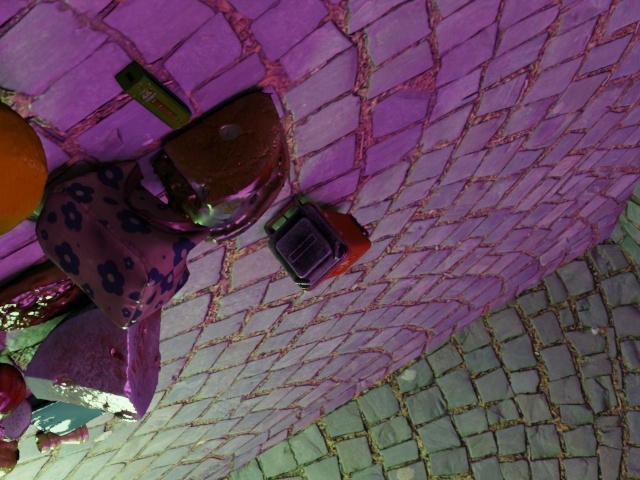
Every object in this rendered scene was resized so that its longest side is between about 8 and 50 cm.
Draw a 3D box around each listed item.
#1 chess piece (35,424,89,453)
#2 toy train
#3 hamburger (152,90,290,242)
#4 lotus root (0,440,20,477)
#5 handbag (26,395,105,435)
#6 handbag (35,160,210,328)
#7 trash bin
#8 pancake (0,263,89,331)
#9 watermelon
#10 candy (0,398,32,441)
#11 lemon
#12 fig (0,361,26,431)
[{"bbox_3d":[-0.649,0.494,2.385,0.122,0.066,0.066,-15,150,-30],"label":"chess piece"},{"bbox_3d":[-0.259,-0.223,1.555,0.044,0.042,0.209,-37,157,7],"label":"toy train"},{"bbox_3d":[-0.164,-0.119,1.722,0.288,0.192,0.167,-33,166,-5],"label":"hamburger"},{"bbox_3d":[-0.759,0.471,2.114,0.118,0.125,0.221,-26,155,16],"label":"lotus root"},{"bbox_3d":[-0.617,0.402,2.260,0.144,0.057,0.221,-30,157,-2],"label":"handbag"},{"bbox_3d":[-0.331,-0.006,1.630,0.193,0.251,0.190,-34,162,-49],"label":"handbag"},{"bbox_3d":[0.000,0.000,2.199,0.161,0.184,0.239,-44,166,20],"label":"trash bin"},{"bbox_3d":[-0.528,0.100,1.799,0.212,0.056,0.257,-38,165,25],"label":"pancake"},{"bbox_3d":[-0.425,0.249,1.943,0.387,0.258,0.228,-40,172,30],"label":"watermelon"},{"bbox_3d":[-0.685,0.392,2.102,0.103,0.043,0.103,-33,129,-56],"label":"candy"},{"bbox_3d":[-0.482,-0.100,1.289,0.204,0.204,0.260,-41,157,14],"label":"lemon"},{"bbox_3d":[-0.653,0.315,1.926,0.128,0.150,0.128,-35,171,-6],"label":"fig"}]
